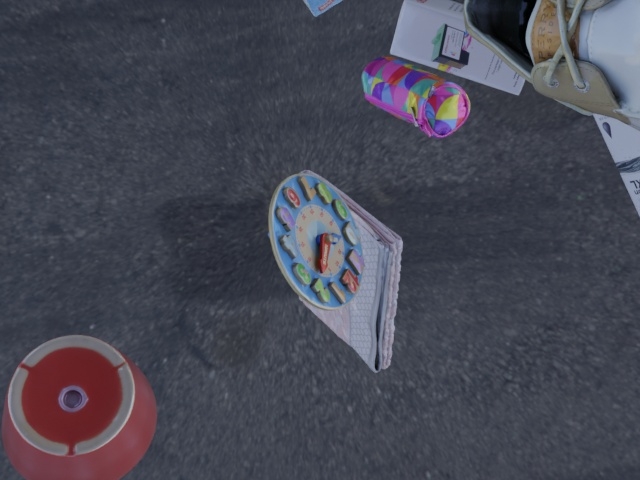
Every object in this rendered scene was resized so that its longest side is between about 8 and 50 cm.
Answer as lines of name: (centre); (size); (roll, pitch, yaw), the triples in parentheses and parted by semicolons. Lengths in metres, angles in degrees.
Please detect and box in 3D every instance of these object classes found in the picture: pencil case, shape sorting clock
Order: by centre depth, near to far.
shape sorting clock: (0.000, 0.000, 1.158); (0.040, 0.206, 0.206); (-15, 93, 34)
pencil case: (0.160, -0.255, 1.406); (0.105, 0.236, 0.104); (-10, 117, -21)

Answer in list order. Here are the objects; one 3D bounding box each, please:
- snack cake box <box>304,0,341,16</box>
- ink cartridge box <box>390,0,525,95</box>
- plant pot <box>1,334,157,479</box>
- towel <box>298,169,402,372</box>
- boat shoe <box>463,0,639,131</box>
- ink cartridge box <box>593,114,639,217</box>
snack cake box: (0.057, -0.521, 1.359); (0.264, 0.089, 0.152); (-32, 58, 5)
ink cartridge box: (0.302, -0.416, 1.665); (0.278, 0.201, 0.117); (20, 116, 7)
plant pot: (-0.415, 0.286, 1.363); (0.275, 0.243, 0.274); (5, 68, -12)
towel: (0.044, 0.063, 1.634); (0.054, 0.317, 0.331); (-19, 129, -28)
boat shoe: (0.180, -0.123, 0.500); (0.104, 0.302, 0.113); (2, 108, -12)
ink cartridge box: (0.478, -0.146, 1.059); (0.100, 0.172, 0.237); (-30, 97, -23)
